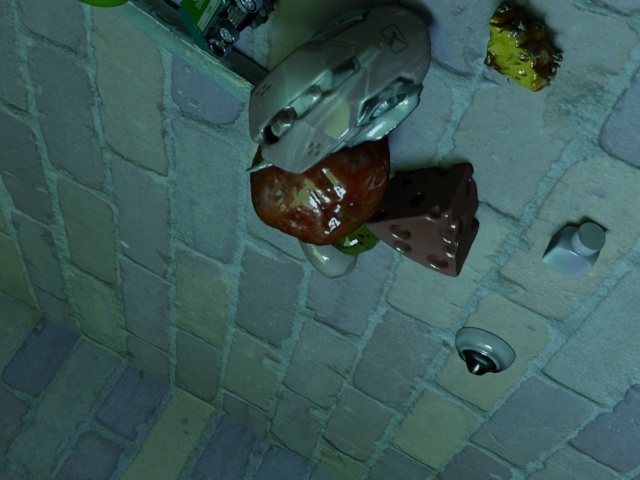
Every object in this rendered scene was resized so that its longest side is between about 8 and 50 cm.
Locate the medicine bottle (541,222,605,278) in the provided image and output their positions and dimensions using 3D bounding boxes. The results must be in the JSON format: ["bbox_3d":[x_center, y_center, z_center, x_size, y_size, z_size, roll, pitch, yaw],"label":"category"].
[{"bbox_3d":[0.444,0.014,1.901,0.074,0.055,0.118,31,155,0],"label":"medicine bottle"}]

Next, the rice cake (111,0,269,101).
[{"bbox_3d":[-0.225,-0.350,1.948,0.336,0.063,0.066,36,150,-10],"label":"rice cake"}]

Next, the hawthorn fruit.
[{"bbox_3d":[0.002,-0.121,1.898,0.258,0.258,0.261,42,146,-22],"label":"hawthorn fruit"}]

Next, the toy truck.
[{"bbox_3d":[-0.139,-0.388,1.747,0.124,0.114,0.253,44,152,-3],"label":"toy truck"}]

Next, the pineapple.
[{"bbox_3d":[0.279,-0.279,1.566,0.116,0.069,0.137,-2,131,55],"label":"pineapple"}]

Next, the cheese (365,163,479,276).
[{"bbox_3d":[0.221,-0.032,1.985,0.203,0.128,0.177,-7,137,45],"label":"cheese"}]

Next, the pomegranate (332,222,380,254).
[{"bbox_3d":[0.074,-0.022,2.178,0.114,0.115,0.142,11,173,34],"label":"pomegranate"}]

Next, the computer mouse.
[{"bbox_3d":[0.001,-0.223,1.692,0.389,0.115,0.199,-36,79,25],"label":"computer mouse"}]

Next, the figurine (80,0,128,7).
[{"bbox_3d":[-0.324,-0.461,1.787,0.263,0.143,0.162,6,143,20],"label":"figurine"}]

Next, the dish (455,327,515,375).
[{"bbox_3d":[0.348,0.263,2.408,0.141,0.078,0.141,24,154,13],"label":"dish"}]

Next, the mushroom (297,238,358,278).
[{"bbox_3d":[0.000,0.001,2.301,0.097,0.088,0.212,-11,127,41],"label":"mushroom"}]
